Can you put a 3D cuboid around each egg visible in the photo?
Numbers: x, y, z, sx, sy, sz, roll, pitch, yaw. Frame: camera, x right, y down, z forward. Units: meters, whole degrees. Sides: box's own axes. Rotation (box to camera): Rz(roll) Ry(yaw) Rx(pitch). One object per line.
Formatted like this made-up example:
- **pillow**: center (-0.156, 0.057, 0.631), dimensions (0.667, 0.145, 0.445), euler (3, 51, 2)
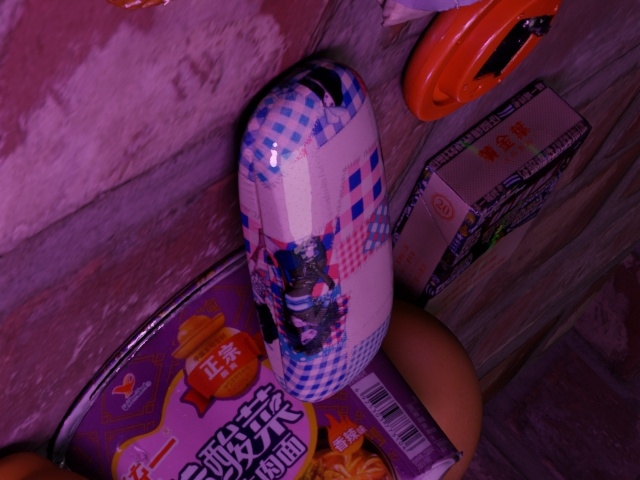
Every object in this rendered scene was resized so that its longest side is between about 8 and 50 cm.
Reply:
- **egg**: center (0.057, 0.188, 1.826), dimensions (0.250, 0.250, 0.322), euler (-42, 167, -12)

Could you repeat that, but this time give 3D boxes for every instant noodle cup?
- **instant noodle cup**: center (-0.046, 0.199, 1.552), dimensions (0.340, 0.266, 0.340), euler (-41, 167, -12)

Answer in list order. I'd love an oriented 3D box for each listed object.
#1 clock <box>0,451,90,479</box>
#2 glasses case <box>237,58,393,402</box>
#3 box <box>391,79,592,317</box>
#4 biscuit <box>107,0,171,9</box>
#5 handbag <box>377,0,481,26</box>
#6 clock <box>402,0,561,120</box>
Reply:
- **clock**: center (-0.297, 0.325, 1.385), dimensions (0.317, 0.200, 0.244), euler (-50, 171, -14)
- **glasses case**: center (0.000, 0.000, 1.323), dimensions (0.125, 0.076, 0.327), euler (-40, 142, -30)
- **box**: center (0.173, -0.028, 1.884), dimensions (0.198, 0.084, 0.310), euler (-36, 164, -29)
- **biscuit**: center (-0.036, -0.204, 0.930), dimensions (0.206, 0.025, 0.126), euler (-47, 166, 10)
- **handbag**: center (0.087, -0.230, 1.088), dimensions (0.117, 0.095, 0.173), euler (-27, 150, -35)
- **clock**: center (0.154, -0.186, 1.459), dimensions (0.205, 0.051, 0.205), euler (-40, 164, -14)
